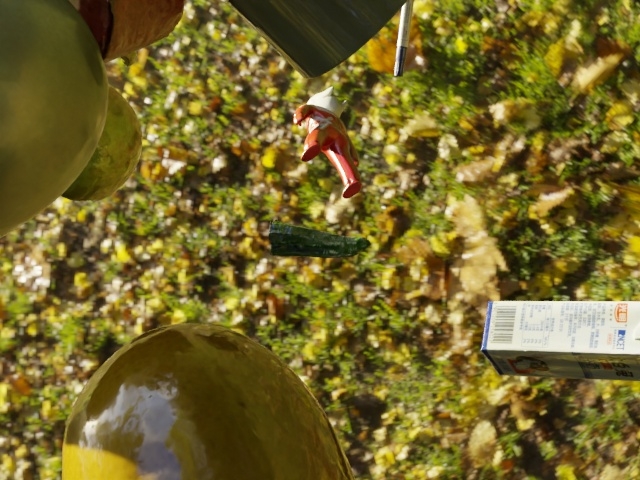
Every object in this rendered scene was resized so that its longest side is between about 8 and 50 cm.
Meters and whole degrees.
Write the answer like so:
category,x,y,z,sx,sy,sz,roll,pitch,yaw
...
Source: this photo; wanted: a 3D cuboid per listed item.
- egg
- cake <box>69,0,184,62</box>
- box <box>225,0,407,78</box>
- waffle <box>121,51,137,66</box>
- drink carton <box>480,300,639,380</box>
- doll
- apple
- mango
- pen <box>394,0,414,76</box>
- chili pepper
category,x,y,z,sx,sy,sz,roll,pitch,yaw
egg,-0.351,-0.105,0.726,0.352,0.258,0.258,-14,75,-12
cake,-0.219,-0.311,0.839,0.177,0.151,0.282,25,120,13
box,0.006,-0.324,1.047,0.226,0.226,0.149,-40,112,20
waffle,-0.303,-0.329,1.095,0.254,0.245,0.052,-49,21,46
drink carton,0.458,0.176,1.580,0.315,0.130,0.106,-3,60,29
doll,0.015,-0.239,2.001,0.099,0.188,0.384,-39,23,21
apple,-0.457,-0.179,1.642,0.246,0.246,0.226,-38,26,23
mango,-0.056,0.197,0.580,0.173,0.211,0.317,-35,52,11
pen,0.173,-0.437,1.821,0.025,0.025,0.204,12,100,32
chili pepper,0.000,0.000,1.982,0.227,0.059,0.088,2,110,7
